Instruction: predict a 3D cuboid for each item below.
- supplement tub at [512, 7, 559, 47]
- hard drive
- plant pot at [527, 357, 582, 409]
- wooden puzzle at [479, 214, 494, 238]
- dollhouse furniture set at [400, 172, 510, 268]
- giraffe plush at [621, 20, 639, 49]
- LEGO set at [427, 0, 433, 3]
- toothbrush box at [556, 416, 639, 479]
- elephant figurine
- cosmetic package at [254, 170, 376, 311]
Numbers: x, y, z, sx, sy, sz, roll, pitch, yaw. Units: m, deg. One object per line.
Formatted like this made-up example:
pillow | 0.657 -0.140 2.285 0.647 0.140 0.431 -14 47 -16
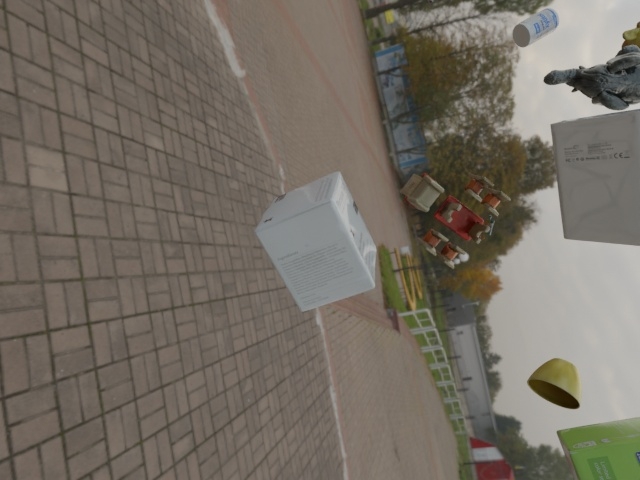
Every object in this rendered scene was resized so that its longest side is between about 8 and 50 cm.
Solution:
supplement tub | 0.620 -0.612 1.200 0.071 0.107 0.071 57 -7 11
hard drive | 0.675 -0.143 1.000 0.203 0.040 0.307 11 -59 59
plant pot | 0.659 0.384 1.155 0.095 0.134 0.134 -52 138 -23
wooden puzzle | 0.545 -0.044 1.374 0.049 0.006 0.083 18 -84 63
dollhouse furniture set | 0.381 -0.094 1.262 0.259 0.262 0.135 33 11 -17
giraffe plush | 0.971 -0.563 1.241 0.181 0.210 0.170 -29 88 -31
LEGO set | 0.141 -0.593 0.817 0.331 0.192 0.255 30 1 -29
toothbrush box | 0.469 0.316 0.485 0.122 0.283 0.206 25 48 -65
elephant figurine | 0.741 -0.403 1.068 0.186 0.239 0.169 -31 -105 60
cosmetic package | 0.000 0.000 0.772 0.183 0.151 0.151 62 19 -22
